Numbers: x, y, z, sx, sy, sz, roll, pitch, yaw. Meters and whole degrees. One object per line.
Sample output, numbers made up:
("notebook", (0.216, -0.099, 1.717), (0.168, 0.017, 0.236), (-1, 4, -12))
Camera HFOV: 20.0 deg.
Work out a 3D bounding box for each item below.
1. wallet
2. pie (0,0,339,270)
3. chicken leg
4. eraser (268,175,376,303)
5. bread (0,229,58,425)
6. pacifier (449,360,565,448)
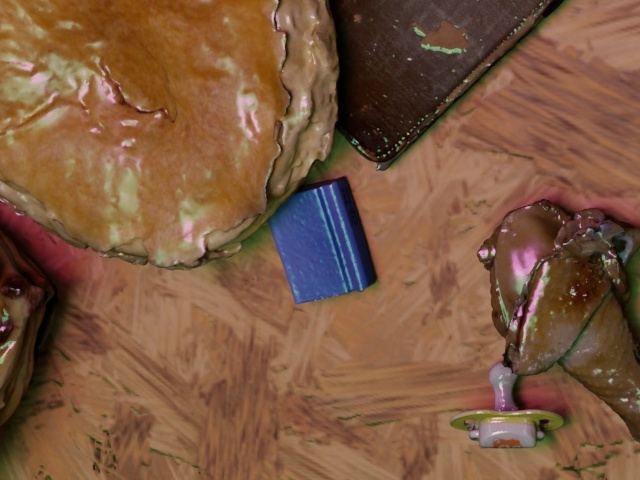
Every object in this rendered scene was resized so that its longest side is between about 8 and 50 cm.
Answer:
("wallet", (0.077, -0.161, 1.258), (0.122, 0.031, 0.232), (47, 122, 0))
("pie", (-0.140, -0.134, 1.315), (0.340, 0.083, 0.339), (8, 107, 27))
("chicken leg", (0.185, 0.064, 1.266), (0.125, 0.080, 0.196), (-18, 101, 13))
("eraser", (0.000, 0.000, 1.346), (0.063, 0.027, 0.084), (-13, 101, 24))
("bread", (-0.376, 0.043, 1.436), (0.325, 0.167, 0.277), (26, 115, 3))
("pacifier", (0.136, 0.121, 1.325), (0.083, 0.068, 0.064), (-1, 73, 5))
